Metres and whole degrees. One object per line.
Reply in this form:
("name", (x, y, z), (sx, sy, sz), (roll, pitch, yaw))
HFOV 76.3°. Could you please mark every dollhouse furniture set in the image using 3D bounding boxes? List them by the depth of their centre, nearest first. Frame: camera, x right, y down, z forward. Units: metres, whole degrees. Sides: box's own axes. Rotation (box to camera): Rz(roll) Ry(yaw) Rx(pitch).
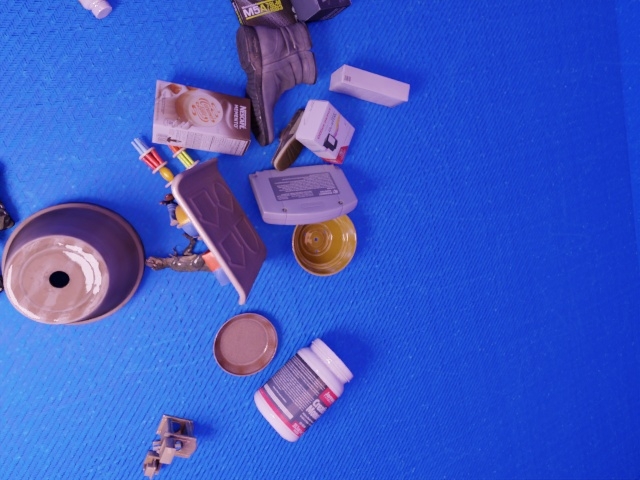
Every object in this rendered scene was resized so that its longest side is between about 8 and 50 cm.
("dollhouse furniture set", (-0.418, 0.615, 1.142), (0.101, 0.182, 0.160), (24, 86, -22))

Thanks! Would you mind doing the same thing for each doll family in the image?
("doll family", (-0.360, -0.070, 1.134), (0.076, 0.111, 0.193), (-27, 150, 8))

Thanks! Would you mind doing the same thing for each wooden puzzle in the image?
("wooden puzzle", (-0.267, -0.032, 1.092), (0.081, 0.322, 0.347), (-22, 107, 10))

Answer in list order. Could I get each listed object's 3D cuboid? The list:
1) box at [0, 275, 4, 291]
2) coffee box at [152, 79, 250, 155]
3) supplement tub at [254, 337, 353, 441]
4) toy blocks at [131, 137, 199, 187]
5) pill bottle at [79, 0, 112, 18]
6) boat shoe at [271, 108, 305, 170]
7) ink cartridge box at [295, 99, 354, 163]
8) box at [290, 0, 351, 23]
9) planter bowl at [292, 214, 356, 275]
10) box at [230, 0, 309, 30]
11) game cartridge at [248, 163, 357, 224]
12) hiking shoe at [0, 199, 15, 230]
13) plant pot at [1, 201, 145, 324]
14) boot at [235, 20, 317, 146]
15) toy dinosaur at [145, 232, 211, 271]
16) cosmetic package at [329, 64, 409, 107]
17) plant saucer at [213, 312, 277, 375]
("box", (-0.878, 0.099, 0.962), (0.147, 0.078, 0.180), (-43, 109, -14))
("coffee box", (-0.322, -0.329, 1.114), (0.247, 0.098, 0.141), (4, 72, -23))
("supplement tub", (-0.051, 0.460, 1.272), (0.272, 0.191, 0.191), (-42, 108, -13))
("toy blocks", (-0.429, -0.240, 1.125), (0.123, 0.054, 0.148), (-43, 108, -12))
("pill bottle", (-0.583, -0.623, 1.019), (0.065, 0.065, 0.116), (-41, 109, -14))
("boat shoe", (-0.091, -0.311, 1.246), (0.074, 0.080, 0.223), (26, 75, 22))
("ink cartridge box", (0.017, -0.328, 1.244), (0.175, 0.072, 0.127), (24, 86, -56))
("box", (-0.013, -0.743, 1.199), (0.158, 0.093, 0.155), (-36, 108, -39))
("planter bowl", (0.000, 0.000, 1.302), (0.217, 0.090, 0.217), (-2, 95, -21))
("box", (-0.152, -0.677, 1.200), (0.191, 0.045, 0.184), (-27, 107, -19))
("game cartridge", (-0.049, -0.139, 1.228), (0.298, 0.062, 0.198), (-9, 59, -21))
("hiking shoe", (-0.804, -0.072, 0.982), (0.114, 0.086, 0.226), (36, 56, -62))
("plant pot", (-0.591, 0.069, 0.969), (0.324, 0.280, 0.322), (-2, 96, -23))
("boot", (-0.106, -0.454, 1.190), (0.223, 0.118, 0.337), (-15, 115, -26))
("toy dinosaur", (-0.359, 0.048, 1.181), (0.268, 0.064, 0.118), (12, 96, -26))
("cosmetic package", (0.159, -0.496, 1.316), (0.239, 0.099, 0.060), (7, 90, -23))
("plant saucer", (-0.234, 0.320, 1.268), (0.199, 0.036, 0.198), (-2, 95, -22))
